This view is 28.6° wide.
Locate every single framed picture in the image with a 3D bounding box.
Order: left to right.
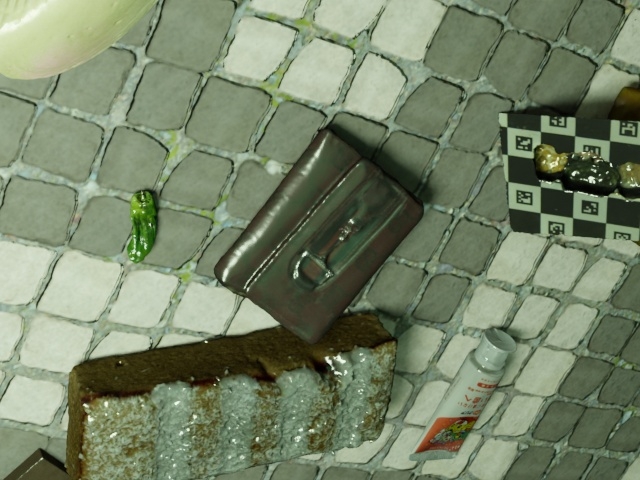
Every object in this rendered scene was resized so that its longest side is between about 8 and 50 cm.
[{"bbox_3d":[-0.347,0.349,1.597,0.128,0.023,0.168,-42,130,2],"label":"framed picture"}]

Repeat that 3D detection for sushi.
[{"bbox_3d":[0.344,-0.091,1.599,0.050,0.215,0.192,-59,146,-43],"label":"sushi"}]

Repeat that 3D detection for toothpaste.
[{"bbox_3d":[0.205,0.228,1.790,0.089,0.057,0.234,4,126,-33],"label":"toothpaste"}]

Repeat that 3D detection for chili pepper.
[{"bbox_3d":[-0.203,-0.018,1.429,0.030,0.034,0.091,13,120,4],"label":"chili pepper"}]

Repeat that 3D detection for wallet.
[{"bbox_3d":[0.000,0.000,1.508,0.182,0.049,0.229,37,95,-29],"label":"wallet"}]

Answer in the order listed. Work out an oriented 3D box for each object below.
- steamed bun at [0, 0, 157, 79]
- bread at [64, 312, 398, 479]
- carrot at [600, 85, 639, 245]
[{"bbox_3d":[-0.226,-0.261,1.172,0.239,0.170,0.152,-39,153,4],"label":"steamed bun"},{"bbox_3d":[-0.109,0.205,1.568,0.417,0.113,0.165,-9,122,-21],"label":"bread"},{"bbox_3d":[0.530,-0.056,1.660,0.241,0.341,0.241,-39,159,-18],"label":"carrot"}]
